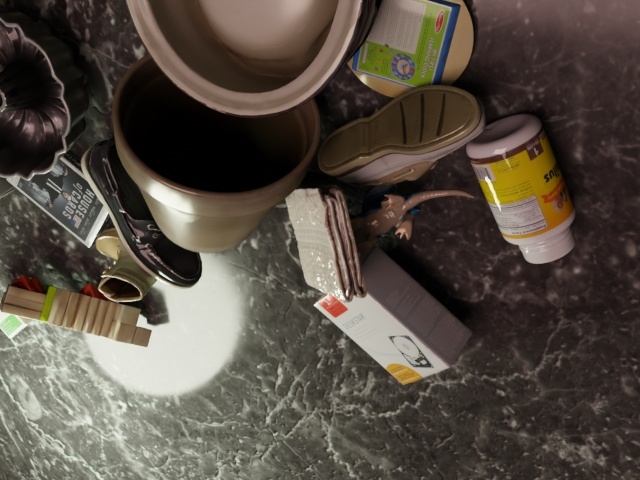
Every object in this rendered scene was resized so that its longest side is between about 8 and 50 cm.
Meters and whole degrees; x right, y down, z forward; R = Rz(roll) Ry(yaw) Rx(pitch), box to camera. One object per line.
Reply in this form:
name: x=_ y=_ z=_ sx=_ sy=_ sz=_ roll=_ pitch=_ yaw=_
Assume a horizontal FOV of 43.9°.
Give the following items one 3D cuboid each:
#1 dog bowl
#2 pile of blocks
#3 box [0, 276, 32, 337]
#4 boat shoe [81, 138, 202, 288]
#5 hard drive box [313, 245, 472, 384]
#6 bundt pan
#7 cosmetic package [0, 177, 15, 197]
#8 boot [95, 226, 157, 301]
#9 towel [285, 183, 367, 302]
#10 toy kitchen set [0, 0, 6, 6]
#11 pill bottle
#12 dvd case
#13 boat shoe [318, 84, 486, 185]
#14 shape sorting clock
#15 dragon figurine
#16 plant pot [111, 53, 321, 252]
dog bowl: x=-0.087 y=-0.391 z=1.143 sx=0.408 sy=0.150 sz=0.407 roll=12 pitch=115 yaw=26
pile of blocks: x=-0.558 y=0.149 z=1.837 sx=0.362 sy=0.149 sz=0.112 roll=15 pitch=84 yaw=-2
box: x=-0.729 y=0.163 z=1.931 sx=0.101 sy=0.102 sz=0.087 roll=-33 pitch=101 yaw=40
boat shoe: x=-0.329 y=-0.056 z=1.555 sx=0.113 sy=0.127 sz=0.340 roll=-24 pitch=99 yaw=50
hard drive box: x=0.127 y=0.140 z=1.437 sx=0.232 sy=0.089 sz=0.181 roll=42 pitch=151 yaw=-2
bundt pan: x=-0.583 y=-0.290 z=1.517 sx=0.331 sy=0.124 sz=0.330 roll=10 pitch=120 yaw=17
cosmetic package: x=-0.805 y=-0.174 z=1.744 sx=0.127 sy=0.107 sz=0.238 roll=-18 pitch=109 yaw=36
boot: x=-0.411 y=0.049 z=1.643 sx=0.213 sy=0.165 sz=0.077 roll=12 pitch=127 yaw=22
towel: x=0.000 y=0.000 z=1.333 sx=0.282 sy=0.049 sz=0.187 roll=-172 pitch=69 yaw=-75
toy kitchen set: x=-0.634 y=-0.467 z=1.478 sx=0.075 sy=0.083 sz=0.068 roll=2 pitch=163 yaw=27
pill bottle: x=0.312 y=-0.075 z=1.208 sx=0.117 sy=0.117 sz=0.215 roll=-14 pitch=114 yaw=34
dvd case: x=-0.550 y=-0.114 z=1.695 sx=0.239 sy=0.029 sz=0.179 roll=40 pitch=131 yaw=0
boat shoe: x=0.139 y=-0.158 z=1.252 sx=0.302 sy=0.113 sz=0.103 roll=-11 pitch=154 yaw=43
shape sorting clock: x=0.128 y=-0.308 z=1.196 sx=0.206 sy=0.040 sz=0.206 roll=12 pitch=129 yaw=16
dragon figurine: x=0.113 y=-0.050 z=1.351 sx=0.289 sy=0.144 sz=0.085 roll=-30 pitch=103 yaw=19
plant pot: x=-0.181 y=-0.129 z=1.342 sx=0.323 sy=0.323 sz=0.280 roll=30 pitch=148 yaw=6
